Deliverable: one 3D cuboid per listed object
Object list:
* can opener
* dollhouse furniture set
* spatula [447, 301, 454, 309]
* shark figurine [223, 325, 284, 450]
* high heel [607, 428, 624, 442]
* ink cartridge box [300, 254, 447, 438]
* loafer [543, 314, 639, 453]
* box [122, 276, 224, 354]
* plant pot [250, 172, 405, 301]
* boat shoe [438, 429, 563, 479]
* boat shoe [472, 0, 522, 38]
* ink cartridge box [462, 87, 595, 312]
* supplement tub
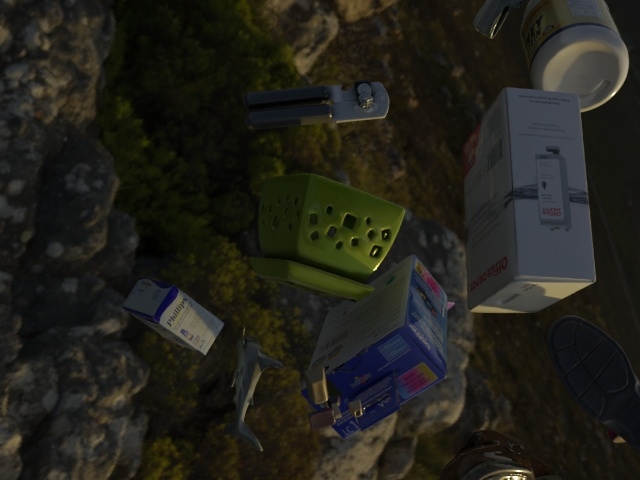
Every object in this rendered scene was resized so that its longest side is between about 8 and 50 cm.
[{"bbox_3d":[-0.005,-0.249,1.402,0.280,0.093,0.074,-6,78,-9],"label":"can opener"},{"bbox_3d":[0.012,0.230,1.205,0.081,0.090,0.114,-114,-168,-56],"label":"dollhouse furniture set"},{"bbox_3d":[0.239,0.259,1.919,0.084,0.297,0.030,9,33,-35],"label":"spatula"},{"bbox_3d":[-0.141,0.306,1.649,0.116,0.166,0.278,9,49,-9],"label":"shark figurine"},{"bbox_3d":[0.681,0.243,1.476,0.181,0.377,0.127,52,-14,36],"label":"high heel"},{"bbox_3d":[0.120,0.229,1.554,0.151,0.270,0.395,49,23,-10],"label":"ink cartridge box"},{"bbox_3d":[0.452,0.238,1.162,0.302,0.109,0.095,46,-3,-1],"label":"loafer"},{"bbox_3d":[-0.270,0.137,1.358,0.137,0.126,0.072,44,67,-34],"label":"box"},{"bbox_3d":[0.000,0.000,1.475,0.227,0.228,0.207,19,82,-27],"label":"plant pot"},{"bbox_3d":[0.212,0.300,0.937,0.104,0.111,0.307,47,7,38],"label":"boat shoe"},{"bbox_3d":[0.495,-0.638,1.959,0.081,0.228,0.079,43,38,14],"label":"boat shoe"},{"bbox_3d":[0.295,-0.049,1.092,0.117,0.207,0.283,4,72,-7],"label":"ink cartridge box"},{"bbox_3d":[0.628,-0.495,1.869,0.228,0.228,0.316,41,34,-28],"label":"supplement tub"}]
